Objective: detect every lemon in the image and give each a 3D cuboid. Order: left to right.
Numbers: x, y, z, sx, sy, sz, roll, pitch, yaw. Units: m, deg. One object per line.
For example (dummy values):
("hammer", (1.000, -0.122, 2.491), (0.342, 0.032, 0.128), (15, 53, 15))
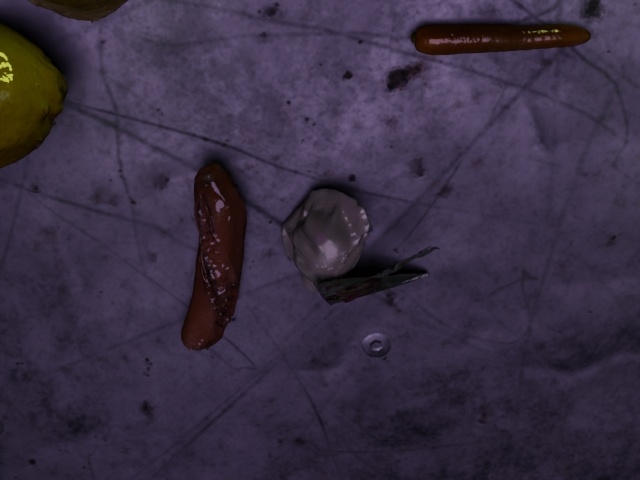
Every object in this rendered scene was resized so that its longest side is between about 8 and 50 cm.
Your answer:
("lemon", (-0.464, -0.191, 1.150), (0.260, 0.204, 0.204), (-5, 118, 0))

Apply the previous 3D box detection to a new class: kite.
("kite", (0.086, 0.058, 1.315), (0.229, 0.012, 0.250), (-2, 157, -39))

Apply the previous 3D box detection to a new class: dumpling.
("dumpling", (0.000, 0.000, 1.311), (0.127, 0.108, 0.188), (38, 131, 7))

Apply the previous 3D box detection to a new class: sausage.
("sausage", (-0.162, 0.033, 1.335), (0.087, 0.079, 0.326), (1, 120, -17))

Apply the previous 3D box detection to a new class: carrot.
("carrot", (0.247, -0.278, 1.193), (0.248, 0.043, 0.043), (-2, 118, -1))

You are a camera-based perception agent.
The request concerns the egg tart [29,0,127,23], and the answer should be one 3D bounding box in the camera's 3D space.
("egg tart", (-0.328, -0.384, 1.096), (0.232, 0.098, 0.252), (-20, 123, 1))
